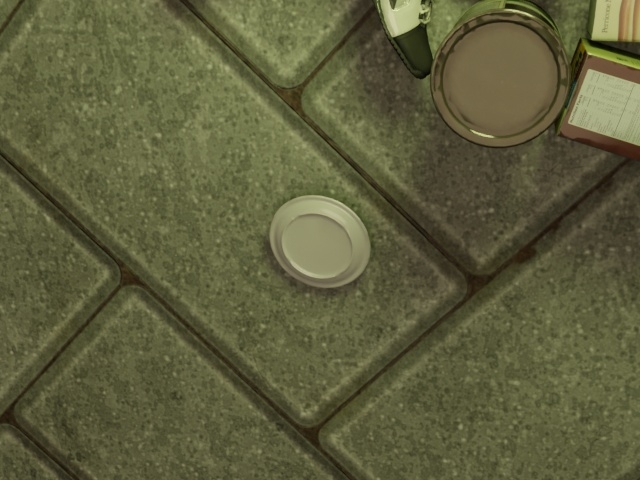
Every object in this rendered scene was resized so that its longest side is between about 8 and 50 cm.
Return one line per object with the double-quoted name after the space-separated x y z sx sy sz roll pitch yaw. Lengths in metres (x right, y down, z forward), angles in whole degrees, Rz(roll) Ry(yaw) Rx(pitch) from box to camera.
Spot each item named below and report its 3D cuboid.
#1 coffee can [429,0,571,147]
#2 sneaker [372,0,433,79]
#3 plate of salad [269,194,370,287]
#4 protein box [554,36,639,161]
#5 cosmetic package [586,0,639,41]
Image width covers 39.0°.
0.286 -0.276 1.428 0.201 0.275 0.202 4 110 11 "coffee can"
0.152 -0.435 1.484 0.146 0.122 0.331 -17 102 15 "sneaker"
0.000 0.000 1.717 0.199 0.048 0.200 8 121 14 "plate of salad"
0.492 -0.219 1.441 0.201 0.200 0.136 19 112 6 "protein box"
0.575 -0.386 1.402 0.296 0.129 0.153 3 111 12 "cosmetic package"
